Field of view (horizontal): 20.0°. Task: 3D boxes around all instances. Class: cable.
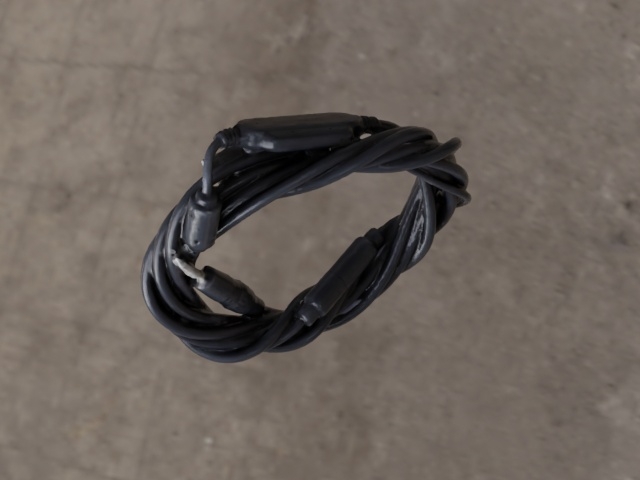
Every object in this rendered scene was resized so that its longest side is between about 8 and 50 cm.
[{"bbox_3d":[0.000,0.000,0.940,0.047,0.184,0.150,49,134,40],"label":"cable"}]
